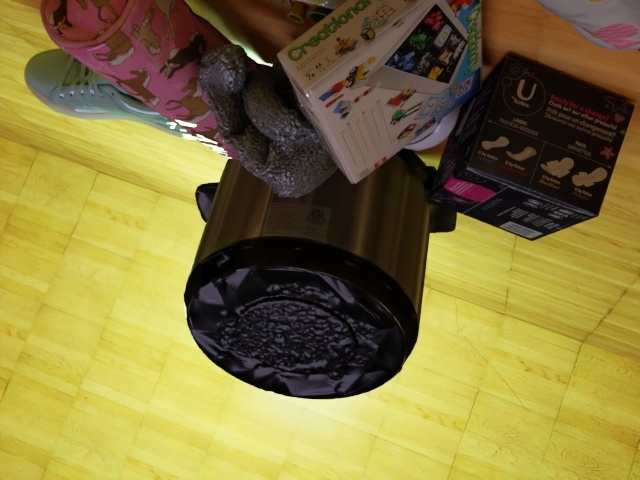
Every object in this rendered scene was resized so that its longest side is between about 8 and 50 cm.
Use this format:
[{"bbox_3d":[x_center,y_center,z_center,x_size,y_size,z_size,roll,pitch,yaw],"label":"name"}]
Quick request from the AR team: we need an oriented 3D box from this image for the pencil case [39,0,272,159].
[{"bbox_3d":[-0.185,-0.239,1.271,0.160,0.167,0.386,3,163,32],"label":"pencil case"}]

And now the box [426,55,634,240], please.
[{"bbox_3d":[0.245,-0.102,1.153,0.163,0.142,0.247,20,173,-2],"label":"box"}]

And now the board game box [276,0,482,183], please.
[{"bbox_3d":[0.075,-0.170,0.967,0.053,0.193,0.305,53,180,16],"label":"board game box"}]

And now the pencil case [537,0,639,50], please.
[{"bbox_3d":[0.152,-0.205,0.594,0.273,0.113,0.124,4,-142,-54],"label":"pencil case"}]

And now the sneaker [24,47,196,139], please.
[{"bbox_3d":[-0.344,-0.278,1.610,0.365,0.135,0.150,11,163,9],"label":"sneaker"}]

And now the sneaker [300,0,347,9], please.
[{"bbox_3d":[-0.059,-0.298,0.913,0.240,0.091,0.126,24,-170,-21],"label":"sneaker"}]

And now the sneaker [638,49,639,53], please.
[{"bbox_3d":[0.322,-0.170,0.722,0.106,0.078,0.234,24,174,-37],"label":"sneaker"}]

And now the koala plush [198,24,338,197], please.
[{"bbox_3d":[0.000,-0.174,1.146,0.196,0.203,0.221,-10,171,-43],"label":"koala plush"}]

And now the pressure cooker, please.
[{"bbox_3d":[0.001,-0.004,1.532,0.369,0.421,0.375,31,135,-22],"label":"pressure cooker"}]

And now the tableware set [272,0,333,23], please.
[{"bbox_3d":[-0.032,-0.283,1.078,0.104,0.024,0.154,19,171,13],"label":"tableware set"}]

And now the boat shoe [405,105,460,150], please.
[{"bbox_3d":[0.075,-0.171,1.253,0.084,0.095,0.258,9,179,-33],"label":"boat shoe"}]
